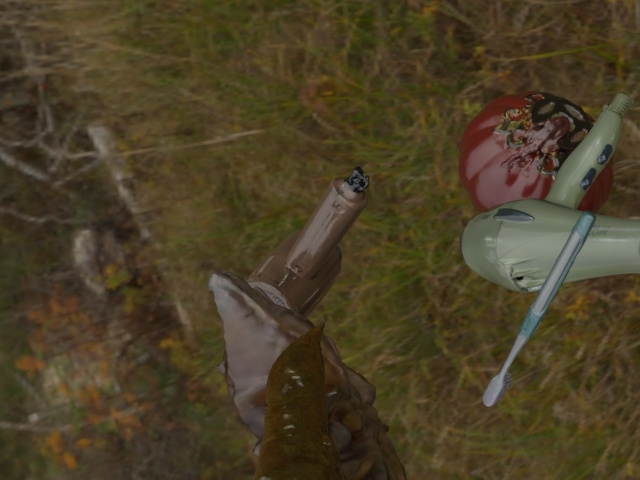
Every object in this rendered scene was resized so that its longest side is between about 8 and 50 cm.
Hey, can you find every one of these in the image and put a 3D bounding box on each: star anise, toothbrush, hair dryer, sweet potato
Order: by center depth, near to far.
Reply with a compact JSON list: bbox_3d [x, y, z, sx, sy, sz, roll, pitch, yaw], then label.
[{"bbox_3d":[-0.009,0.158,0.747,0.067,0.067,0.273,-44,36,37],"label":"sweet potato"},{"bbox_3d":[0.139,0.046,0.775,0.011,0.014,0.167,44,132,29],"label":"toothbrush"},{"bbox_3d":[0.005,0.173,0.966,0.109,0.349,0.292,-20,75,8],"label":"star anise"},{"bbox_3d":[0.000,0.000,1.051,0.064,0.117,0.181,38,129,4],"label":"hair dryer"},{"bbox_3d":[0.323,-0.043,1.406,0.298,0.119,0.296,-46,25,-2],"label":"hair dryer"}]

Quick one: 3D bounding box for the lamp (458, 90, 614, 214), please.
[{"bbox_3d":[0.308,-0.112,1.726,0.227,0.227,0.226,10,107,37],"label":"lamp"}]
